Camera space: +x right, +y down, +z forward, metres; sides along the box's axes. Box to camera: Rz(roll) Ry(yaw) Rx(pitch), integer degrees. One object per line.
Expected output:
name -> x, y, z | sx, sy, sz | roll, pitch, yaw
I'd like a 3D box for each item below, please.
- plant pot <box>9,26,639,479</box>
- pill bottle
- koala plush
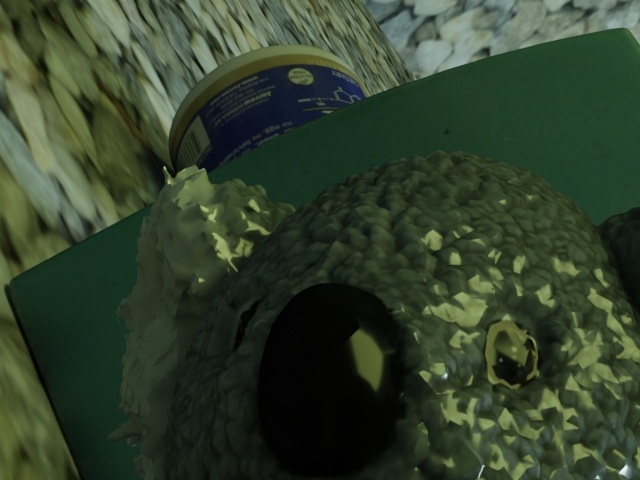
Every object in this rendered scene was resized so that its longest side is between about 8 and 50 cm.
plant pot -> 0.047, 0.042, 0.686 | 0.165, 0.234, 0.166 | 63, 12, 29
pill bottle -> 0.000, 0.000, 0.956 | 0.112, 0.112, 0.186 | 46, 15, -50
koala plush -> 0.014, 0.079, 0.374 | 0.203, 0.196, 0.221 | 55, 36, -54
